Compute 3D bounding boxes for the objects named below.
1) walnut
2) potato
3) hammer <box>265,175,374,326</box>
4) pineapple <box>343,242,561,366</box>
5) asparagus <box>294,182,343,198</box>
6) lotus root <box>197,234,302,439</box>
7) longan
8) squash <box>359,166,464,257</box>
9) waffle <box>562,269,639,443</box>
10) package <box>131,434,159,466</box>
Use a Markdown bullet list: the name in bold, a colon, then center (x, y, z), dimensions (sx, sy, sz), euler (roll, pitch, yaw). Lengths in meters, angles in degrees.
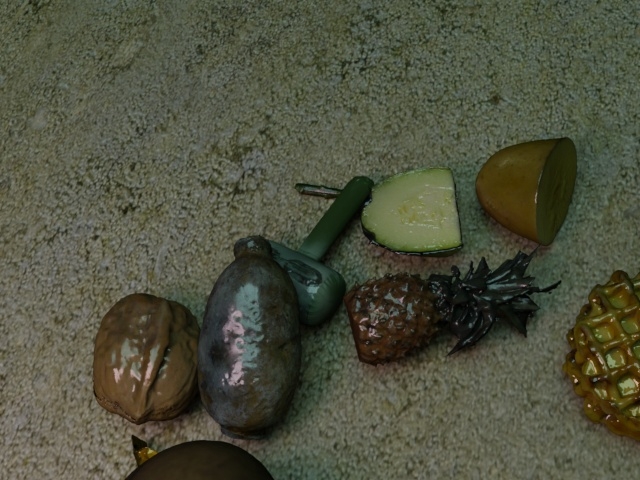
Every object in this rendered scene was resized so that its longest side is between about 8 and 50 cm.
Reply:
- **walnut**: center (-0.296, 0.203, 1.393), dimensions (0.198, 0.198, 0.245), euler (-4, 49, 7)
- **potato**: center (0.368, -0.104, 1.487), dimensions (0.158, 0.178, 0.203), euler (16, 87, 35)
- **hammer**: center (0.000, 0.000, 1.516), dimensions (0.206, 0.119, 0.335), euler (26, 60, 22)
- **pineapple**: center (0.228, 0.114, 1.379), dimensions (0.365, 0.165, 0.165), euler (-11, 58, 0)
- **asparagus**: center (0.002, -0.098, 1.616), dimensions (0.108, 0.021, 0.025), euler (8, 66, 14)
- **lotus root**: center (-0.117, 0.161, 1.343), dimensions (0.175, 0.175, 0.349), euler (1, 85, 10)
- **longan**: center (-0.159, 0.445, 1.159), dimensions (0.319, 0.319, 0.319), euler (-4, 59, 7)
- **squash**: center (0.170, -0.036, 1.514), dimensions (0.184, 0.085, 0.192), euler (-6, 58, 9)
- **waffle**: center (0.549, 0.200, 1.277), dimensions (0.324, 0.151, 0.261), euler (28, 65, 25)
- **package**: center (-0.266, 0.380, 1.349), dimensions (0.131, 0.071, 0.047), euler (24, 69, 20)
